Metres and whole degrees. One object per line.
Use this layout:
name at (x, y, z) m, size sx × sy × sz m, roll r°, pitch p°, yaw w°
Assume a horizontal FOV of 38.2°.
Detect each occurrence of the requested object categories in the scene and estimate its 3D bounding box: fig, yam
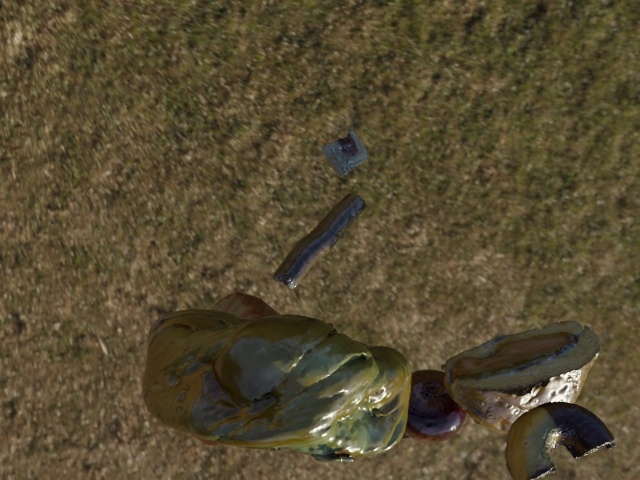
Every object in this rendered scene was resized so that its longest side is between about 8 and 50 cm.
fig at (0.243, 0.393, 2.101) m, size 0.175 × 0.175 × 0.207 m, roll -17°, pitch 138°, yaw -15°
yam at (0.000, 0.000, 1.661) m, size 0.241 × 0.057 × 0.056 m, roll -47°, pitch 123°, yaw -31°

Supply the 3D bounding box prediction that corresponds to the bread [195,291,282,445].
bread at (-0.187, 0.247, 1.825) m, size 0.114 × 0.328 × 0.295 m, roll 40°, pitch 82°, yaw -24°

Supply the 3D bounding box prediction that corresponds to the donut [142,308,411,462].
donut at (-0.056, 0.180, 1.197) m, size 0.360 × 0.360 × 0.170 m, roll 11°, pitch 84°, yaw -25°

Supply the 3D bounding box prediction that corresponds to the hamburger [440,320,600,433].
hamburger at (0.437, 0.314, 1.962) m, size 0.330 × 0.162 × 0.209 m, roll -18°, pitch 126°, yaw -7°

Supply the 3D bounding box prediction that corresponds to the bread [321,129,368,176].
bread at (0.049, -0.166, 1.771) m, size 0.083 × 0.035 × 0.070 m, roll -31°, pitch 90°, yaw -36°

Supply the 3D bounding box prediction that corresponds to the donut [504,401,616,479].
donut at (0.456, 0.383, 1.799) m, size 0.217 × 0.141 × 0.085 m, roll -27°, pitch 162°, yaw -7°
